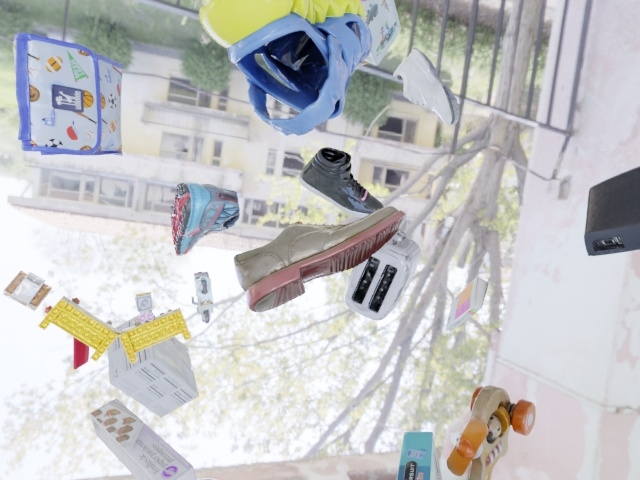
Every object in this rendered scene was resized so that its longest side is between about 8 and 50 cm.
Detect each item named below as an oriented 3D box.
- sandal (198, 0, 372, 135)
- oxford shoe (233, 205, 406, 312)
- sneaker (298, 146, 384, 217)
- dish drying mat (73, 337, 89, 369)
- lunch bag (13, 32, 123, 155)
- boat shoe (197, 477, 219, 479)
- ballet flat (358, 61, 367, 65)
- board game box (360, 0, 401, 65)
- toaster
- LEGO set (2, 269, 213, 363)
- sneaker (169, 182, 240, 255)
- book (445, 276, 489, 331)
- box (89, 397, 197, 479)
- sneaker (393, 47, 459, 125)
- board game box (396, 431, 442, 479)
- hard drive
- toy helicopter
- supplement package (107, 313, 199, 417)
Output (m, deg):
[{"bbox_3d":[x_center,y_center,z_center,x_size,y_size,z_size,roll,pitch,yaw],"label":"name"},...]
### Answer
[{"bbox_3d":[-0.012,-0.200,0.522,0.126,0.138,0.317,-15,-165,28],"label":"sandal"},{"bbox_3d":[0.000,0.000,0.866,0.348,0.130,0.123,-25,156,-16],"label":"oxford shoe"},{"bbox_3d":[0.087,-0.178,1.405,0.295,0.147,0.105,26,-135,-6],"label":"sneaker"},{"bbox_3d":[-0.390,0.167,0.747,0.008,0.083,0.032,15,-162,19],"label":"dish drying mat"},{"bbox_3d":[-0.777,-0.426,1.417,0.238,0.328,0.385,4,-171,4],"label":"lunch bag"},{"bbox_3d":[-0.341,0.690,1.259,0.227,0.079,0.081,-4,164,10],"label":"boat shoe"},{"bbox_3d":[0.037,-0.531,1.308,0.232,0.073,0.080,24,149,31],"label":"ballet flat"},{"bbox_3d":[0.000,-0.461,0.783,0.224,0.098,0.303,34,180,25],"label":"board game box"},{"bbox_3d":[0.135,0.087,1.048,0.129,0.227,0.146,27,-166,15],"label":"toaster"},{"bbox_3d":[-0.312,0.110,0.704,0.286,0.132,0.107,3,-178,-21],"label":"LEGO set"},{"bbox_3d":[-0.221,-0.033,0.889,0.125,0.104,0.262,-4,170,-24],"label":"sneaker"},{"bbox_3d":[0.385,0.172,1.220,0.035,0.096,0.144,28,143,0],"label":"book"},{"bbox_3d":[-0.355,0.410,0.900,0.324,0.067,0.063,10,-154,43],"label":"box"},{"bbox_3d":[0.350,-0.484,1.502,0.129,0.297,0.111,-38,156,27],"label":"sneaker"},{"bbox_3d":[0.232,0.659,1.053,0.079,0.254,0.336,-8,-164,19],"label":"board game box"},{"bbox_3d":[0.577,-0.071,0.767,0.054,0.172,0.254,42,145,-20],"label":"hard drive"},{"bbox_3d":[0.386,0.527,1.097,0.140,0.355,0.235,7,171,44],"label":"toy helicopter"},{"bbox_3d":[-0.526,0.391,1.443,0.145,0.262,0.204,-29,-136,-4],"label":"supplement package"}]
